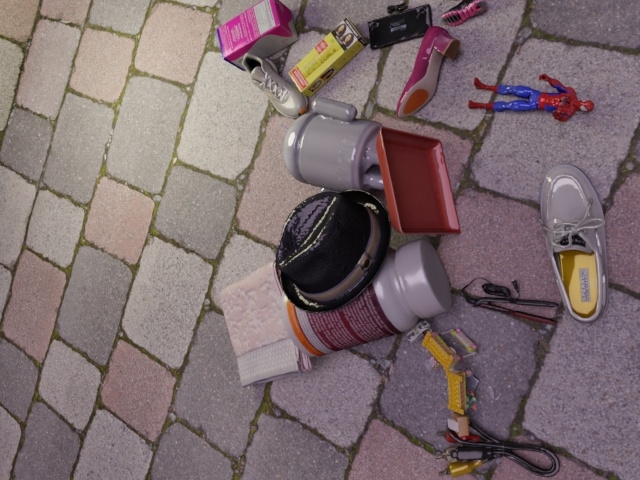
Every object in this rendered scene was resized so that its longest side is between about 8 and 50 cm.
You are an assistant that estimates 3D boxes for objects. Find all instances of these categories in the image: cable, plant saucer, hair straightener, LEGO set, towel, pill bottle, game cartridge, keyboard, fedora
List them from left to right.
[{"bbox_3d":[-0.175,0.251,1.524,0.332,0.053,0.317,-29,73,47],"label":"towel"},{"bbox_3d":[0.000,0.000,1.254,0.334,0.152,0.334,-18,55,28],"label":"fedora"},{"bbox_3d":[0.116,0.146,1.343,0.392,0.224,0.224,-22,77,26],"label":"pill bottle"},{"bbox_3d":[0.217,-0.601,1.450,0.180,0.023,0.108,-6,91,27],"label":"keyboard"},{"bbox_3d":[0.234,-0.135,1.289,0.048,0.259,0.258,-19,78,44],"label":"plant saucer"},{"bbox_3d":[0.333,0.319,1.287,0.132,0.107,0.287,-52,56,49],"label":"LEGO set"},{"bbox_3d":[0.357,0.368,1.316,0.056,0.017,0.083,42,106,27],"label":"game cartridge"},{"bbox_3d":[0.417,0.500,1.270,0.287,0.072,0.139,-6,67,16],"label":"cable"},{"bbox_3d":[0.454,0.135,1.269,0.230,0.047,0.089,11,92,33],"label":"hair straightener"}]

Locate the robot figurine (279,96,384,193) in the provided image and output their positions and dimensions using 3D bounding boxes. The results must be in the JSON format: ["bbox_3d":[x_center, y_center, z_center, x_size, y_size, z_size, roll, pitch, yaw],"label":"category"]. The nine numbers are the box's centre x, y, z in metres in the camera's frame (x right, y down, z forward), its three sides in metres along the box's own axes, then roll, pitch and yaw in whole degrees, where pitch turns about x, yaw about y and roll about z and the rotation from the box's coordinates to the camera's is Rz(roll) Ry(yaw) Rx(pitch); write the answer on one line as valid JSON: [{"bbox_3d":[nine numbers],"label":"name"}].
[{"bbox_3d":[0.045,-0.236,1.416,0.353,0.200,0.300,16,126,29],"label":"robot figurine"}]

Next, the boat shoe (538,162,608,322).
[{"bbox_3d":[0.553,0.002,1.153,0.136,0.156,0.367,-6,84,28],"label":"boat shoe"}]

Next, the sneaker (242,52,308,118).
[{"bbox_3d":[-0.149,-0.467,1.581,0.262,0.121,0.099,47,109,23],"label":"sneaker"}]

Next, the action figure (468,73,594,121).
[{"bbox_3d":[0.486,-0.338,1.228,0.280,0.139,0.091,15,95,26],"label":"action figure"}]

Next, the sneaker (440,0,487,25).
[{"bbox_3d":[0.369,-0.602,1.361,0.119,0.047,0.057,-13,59,26],"label":"sneaker"}]

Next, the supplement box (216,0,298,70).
[{"bbox_3d":[-0.195,-0.636,1.622,0.220,0.111,0.114,-18,78,25],"label":"supplement box"}]

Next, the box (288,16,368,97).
[{"bbox_3d":[0.020,-0.531,1.529,0.232,0.058,0.087,-37,71,22],"label":"box"}]

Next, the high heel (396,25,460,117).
[{"bbox_3d":[0.261,-0.449,1.397,0.244,0.082,0.117,-59,41,24],"label":"high heel"}]
